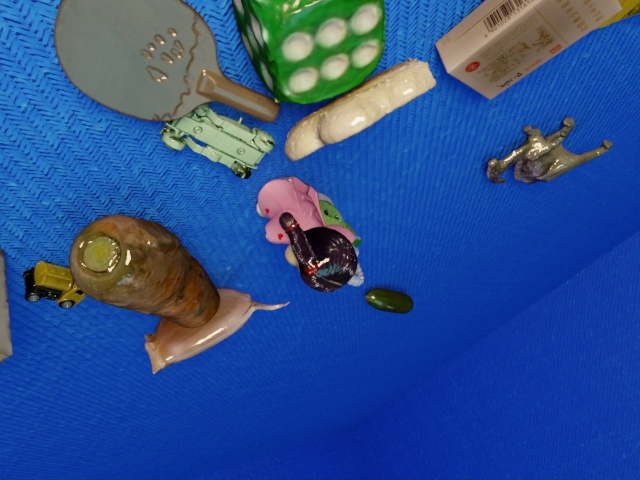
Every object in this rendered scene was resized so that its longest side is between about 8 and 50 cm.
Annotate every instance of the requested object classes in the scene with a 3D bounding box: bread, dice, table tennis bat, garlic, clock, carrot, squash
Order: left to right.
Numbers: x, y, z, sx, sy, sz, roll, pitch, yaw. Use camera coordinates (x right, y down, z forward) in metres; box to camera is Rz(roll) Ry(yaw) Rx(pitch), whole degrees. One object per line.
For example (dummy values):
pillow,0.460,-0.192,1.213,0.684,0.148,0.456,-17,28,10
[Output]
carrot,-0.257,0.055,0.704,0.138,0.139,0.302,-25,157,-5
table tennis bat,-0.149,-0.178,0.483,0.234,0.022,0.131,16,116,-33
garlic,-0.198,0.147,0.878,0.266,0.148,0.128,-31,144,-7
dice,-0.012,-0.227,0.472,0.128,0.120,0.131,-23,151,-10
clock,0.000,0.000,0.761,0.100,0.195,0.194,-43,145,18
bread,0.032,-0.158,0.553,0.181,0.251,0.039,-28,106,7
squash,0.215,0.181,1.343,0.069,0.069,0.258,-41,147,23

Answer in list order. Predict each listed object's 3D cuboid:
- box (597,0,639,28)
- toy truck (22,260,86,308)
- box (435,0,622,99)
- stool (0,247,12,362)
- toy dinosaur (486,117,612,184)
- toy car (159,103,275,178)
box,0.515,-0.421,0.683,0.279,0.041,0.153,-22,151,-11
toy truck,-0.393,0.065,0.687,0.054,0.049,0.083,-37,148,13
box,0.280,-0.292,0.625,0.141,0.058,0.201,5,151,-43
stool,-0.525,0.070,0.466,0.243,0.170,0.270,-26,150,-4
toy dinosaur,0.489,-0.185,0.997,0.294,0.077,0.162,5,143,-22
toy car,-0.130,-0.134,0.587,0.143,0.054,0.073,19,126,-42
